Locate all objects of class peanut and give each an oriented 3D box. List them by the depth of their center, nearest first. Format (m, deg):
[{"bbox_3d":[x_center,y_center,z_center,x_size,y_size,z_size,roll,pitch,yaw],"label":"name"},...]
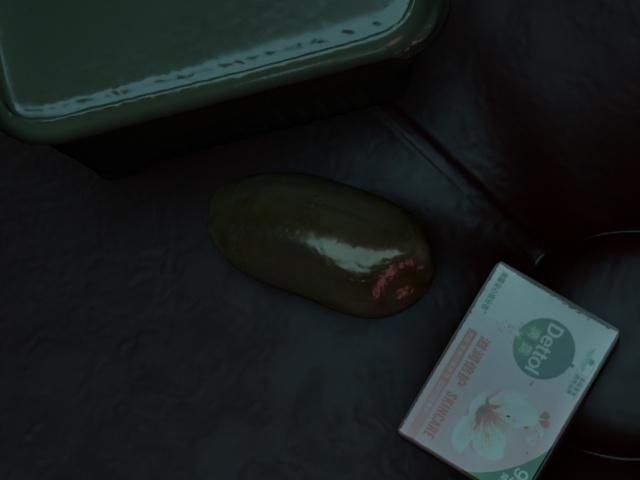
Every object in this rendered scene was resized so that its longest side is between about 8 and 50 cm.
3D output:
[{"bbox_3d":[0.000,0.000,1.187,0.152,0.076,0.076,19,83,16],"label":"peanut"}]

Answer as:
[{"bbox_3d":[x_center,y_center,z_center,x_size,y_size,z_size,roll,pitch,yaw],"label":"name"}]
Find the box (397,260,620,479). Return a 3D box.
[{"bbox_3d":[0.115,0.088,1.169,0.089,0.043,0.125,29,85,12],"label":"box"}]

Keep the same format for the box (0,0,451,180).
[{"bbox_3d":[-0.057,-0.130,1.163,0.274,0.178,0.138,-13,79,5],"label":"box"}]
